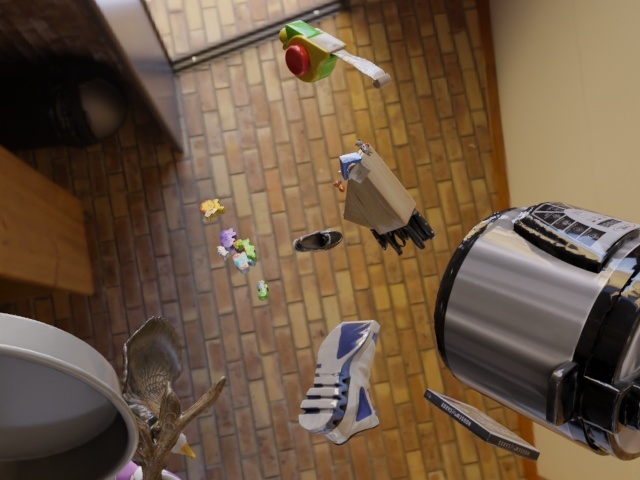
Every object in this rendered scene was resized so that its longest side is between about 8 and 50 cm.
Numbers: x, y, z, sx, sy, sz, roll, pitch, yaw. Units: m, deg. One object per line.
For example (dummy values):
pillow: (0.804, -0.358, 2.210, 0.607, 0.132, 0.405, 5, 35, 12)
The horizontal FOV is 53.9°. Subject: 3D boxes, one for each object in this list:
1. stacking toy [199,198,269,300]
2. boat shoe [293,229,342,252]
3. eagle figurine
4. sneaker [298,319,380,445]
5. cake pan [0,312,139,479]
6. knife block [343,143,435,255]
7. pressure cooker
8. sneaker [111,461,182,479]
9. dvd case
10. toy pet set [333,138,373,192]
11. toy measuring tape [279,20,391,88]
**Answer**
stacking toy: (-0.195, 0.025, 1.448, 0.221, 0.052, 0.167, 48, -18, 36)
boat shoe: (0.000, 0.000, 1.419, 0.038, 0.125, 0.046, -21, -103, 62)
eagle figurine: (-0.275, 0.259, 0.954, 0.298, 0.226, 0.225, 21, -55, 60)
sneaker: (0.070, 0.362, 1.536, 0.182, 0.127, 0.315, 53, 48, -33)
cake pan: (-0.321, 0.166, 0.591, 0.054, 0.293, 0.293, -102, -176, -46)
knife block: (0.187, -0.088, 1.602, 0.275, 0.242, 0.088, 94, 19, -48)
pressure cooker: (0.456, 0.151, 1.059, 0.420, 0.369, 0.375, 23, -13, 48)
sneaker: (-0.334, 0.581, 1.387, 0.102, 0.161, 0.282, -62, 141, -32)
dvd case: (0.380, 0.437, 1.503, 0.029, 0.179, 0.239, -64, -151, -1)
toy pet set: (0.059, -0.167, 1.402, 0.122, 0.065, 0.114, -53, -157, 16)
toy measuring tape: (0.021, -0.385, 1.406, 0.330, 0.121, 0.121, 39, -27, 29)
